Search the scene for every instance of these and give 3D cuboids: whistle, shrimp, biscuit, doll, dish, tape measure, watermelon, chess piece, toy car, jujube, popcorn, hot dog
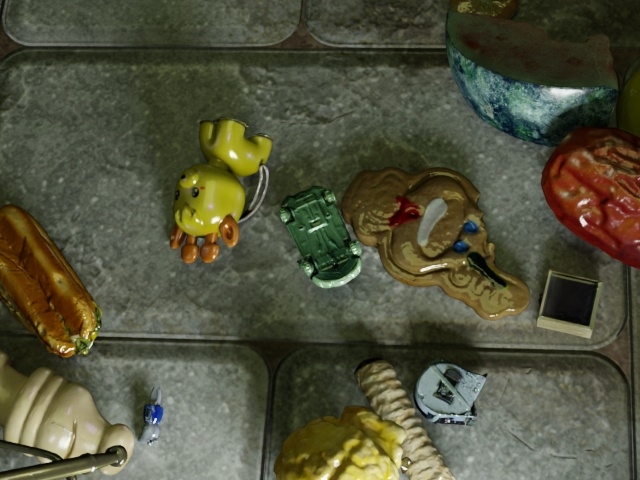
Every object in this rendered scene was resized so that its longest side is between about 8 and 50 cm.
[{"bbox_3d":[-0.237,0.247,1.945,0.033,0.029,0.083,0,71,23],"label":"whistle"},{"bbox_3d":[0.281,-0.401,2.194,0.099,0.041,0.180,39,73,20],"label":"shrimp"},{"bbox_3d":[0.114,0.254,1.890,0.061,0.055,0.219,-19,64,-15],"label":"biscuit"},{"bbox_3d":[0.174,-0.002,2.015,0.183,0.047,0.320,-37,68,-8],"label":"biscuit"},{"bbox_3d":[-0.155,-0.069,2.047,0.143,0.135,0.221,-3,66,40],"label":"doll"},{"bbox_3d":[0.515,-0.204,2.056,0.148,0.080,0.208,14,65,13],"label":"dish"},{"bbox_3d":[0.175,0.211,1.905,0.094,0.054,0.091,15,68,3],"label":"tape measure"},{"bbox_3d":[0.323,-0.246,2.089,0.226,0.148,0.318,-35,51,-30],"label":"watermelon"},{"bbox_3d":[-0.397,0.232,1.929,0.307,0.124,0.139,21,35,11],"label":"chess piece"},{"bbox_3d":[0.000,0.000,2.022,0.093,0.058,0.186,-22,52,-4],"label":"toy car"},{"bbox_3d":[0.433,-0.057,1.944,0.250,0.174,0.174,33,72,11],"label":"jujube"},{"bbox_3d":[0.029,0.301,1.820,0.170,0.180,0.180,6,59,-31],"label":"popcorn"},{"bbox_3d":[-0.415,0.064,2.025,0.115,0.072,0.269,-33,67,-11],"label":"hot dog"}]

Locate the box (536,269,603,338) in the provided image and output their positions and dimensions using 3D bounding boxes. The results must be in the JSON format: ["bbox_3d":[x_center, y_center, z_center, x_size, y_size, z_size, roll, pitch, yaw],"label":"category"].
[{"bbox_3d":[0.350,0.089,1.956,0.083,0.035,0.079,12,66,10],"label":"box"}]

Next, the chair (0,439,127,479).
[{"bbox_3d":[-0.499,0.377,1.655,0.364,0.410,0.362,11,81,11],"label":"chair"}]
